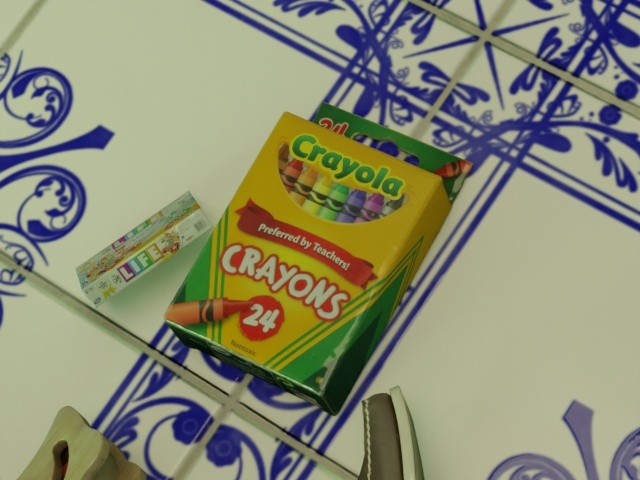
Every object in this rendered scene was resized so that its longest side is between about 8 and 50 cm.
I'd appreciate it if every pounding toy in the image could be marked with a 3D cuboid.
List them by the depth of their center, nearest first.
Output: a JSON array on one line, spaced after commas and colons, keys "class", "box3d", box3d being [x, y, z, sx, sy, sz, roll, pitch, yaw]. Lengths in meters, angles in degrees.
[{"class": "pounding toy", "box3d": [-0.275, 0.323, 1.901, 0.154, 0.155, 0.269, 3, 55, 45]}]

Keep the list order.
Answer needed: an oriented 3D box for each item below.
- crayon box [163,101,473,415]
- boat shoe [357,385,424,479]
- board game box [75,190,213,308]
[{"class": "crayon box", "box3d": [0.000, 0.000, 1.964, 0.202, 0.081, 0.319, 23, 74, 22]}, {"class": "boat shoe", "box3d": [0.061, 0.303, 1.805, 0.096, 0.116, 0.324, -8, 72, 7]}, {"class": "board game box", "box3d": [-0.193, 0.008, 1.999, 0.154, 0.103, 0.026, -35, 106, -3]}]
